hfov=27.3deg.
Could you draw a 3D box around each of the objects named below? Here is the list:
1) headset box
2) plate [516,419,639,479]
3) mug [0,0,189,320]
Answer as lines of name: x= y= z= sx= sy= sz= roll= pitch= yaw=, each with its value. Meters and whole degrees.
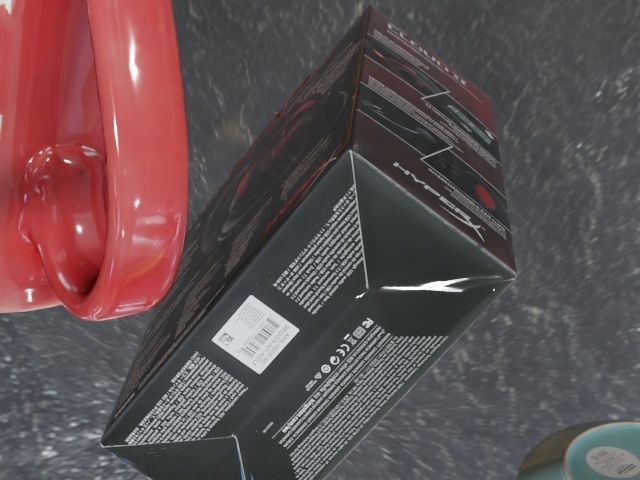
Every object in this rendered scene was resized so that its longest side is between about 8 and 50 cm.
headset box: x=0.000 y=0.000 z=0.783 sx=0.110 sy=0.293 sz=0.218 roll=36 pitch=112 yaw=-12
plate: x=0.232 y=0.169 z=0.917 sx=0.188 sy=0.188 sz=0.024 roll=2 pitch=115 yaw=-1
mug: x=-0.077 y=-0.071 z=0.379 sx=0.150 sy=0.113 sz=0.169 roll=27 pitch=126 yaw=14
